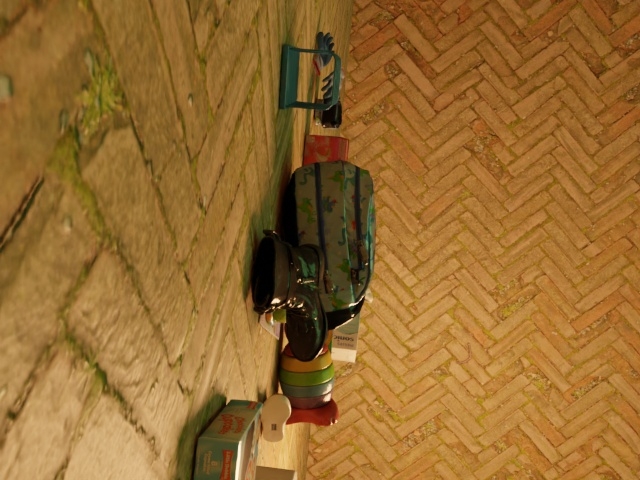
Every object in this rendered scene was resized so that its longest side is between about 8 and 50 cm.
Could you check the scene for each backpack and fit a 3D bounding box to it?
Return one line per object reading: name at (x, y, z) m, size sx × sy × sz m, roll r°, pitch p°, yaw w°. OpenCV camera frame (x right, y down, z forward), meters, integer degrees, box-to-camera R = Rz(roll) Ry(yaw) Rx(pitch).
backpack at (0.026, -0.403, 1.813) m, size 0.114 × 0.084 × 0.105 m, roll -38°, pitch 132°, yaw -76°
backpack at (0.022, -0.011, 1.346) m, size 0.290 × 0.273 × 0.355 m, roll -77°, pitch 149°, yaw -70°

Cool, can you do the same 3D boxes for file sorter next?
file sorter at (-0.017, -0.326, 1.160) m, size 0.170 × 0.104 × 0.118 m, roll -70°, pitch 165°, yaw -73°

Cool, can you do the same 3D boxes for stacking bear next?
stacking bear at (-0.040, 0.326, 1.549) m, size 0.164 × 0.175 × 0.289 m, roll -55°, pitch 143°, yaw -78°

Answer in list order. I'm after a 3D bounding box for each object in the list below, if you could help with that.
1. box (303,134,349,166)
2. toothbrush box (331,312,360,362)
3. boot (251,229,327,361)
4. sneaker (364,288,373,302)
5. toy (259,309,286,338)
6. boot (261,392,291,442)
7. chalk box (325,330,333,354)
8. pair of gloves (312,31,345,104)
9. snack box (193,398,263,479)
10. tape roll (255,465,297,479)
box at (0.011, -0.175, 1.675) m, size 0.128 × 0.122 × 0.257 m, roll -57°, pitch 153°, yaw -80°
toothbrush box at (0.040, 0.283, 2.139) m, size 0.126 × 0.216 × 0.295 m, roll 91°, pitch 6°, yaw -57°
boot at (-0.067, 0.113, 1.081) m, size 0.229 × 0.091 × 0.263 m, roll 1°, pitch 88°, yaw -69°
sneaker at (0.059, 0.229, 2.040) m, size 0.129 × 0.297 × 0.111 m, roll 55°, pitch -16°, yaw 13°
toy at (-0.083, 0.134, 1.257) m, size 0.237 × 0.056 × 0.137 m, roll 84°, pitch 11°, yaw -73°
boot at (-0.105, 0.383, 1.329) m, size 0.086 × 0.069 × 0.190 m, roll -90°, pitch -170°, yaw -45°
chalk box at (-0.018, 0.287, 1.897) m, size 0.132 × 0.132 × 0.213 m, roll 88°, pitch 10°, yaw -66°
pair of gloves at (0.022, -0.505, 1.683) m, size 0.198 × 0.023 × 0.159 m, roll 63°, pitch 37°, yaw -41°
snack box at (-0.139, 0.409, 0.815) m, size 0.187 × 0.060 × 0.322 m, roll 6°, pitch 90°, yaw -87°
tape roll at (-0.117, 0.627, 1.210) m, size 0.286 × 0.100 × 0.286 m, roll 7°, pitch 90°, yaw -86°
